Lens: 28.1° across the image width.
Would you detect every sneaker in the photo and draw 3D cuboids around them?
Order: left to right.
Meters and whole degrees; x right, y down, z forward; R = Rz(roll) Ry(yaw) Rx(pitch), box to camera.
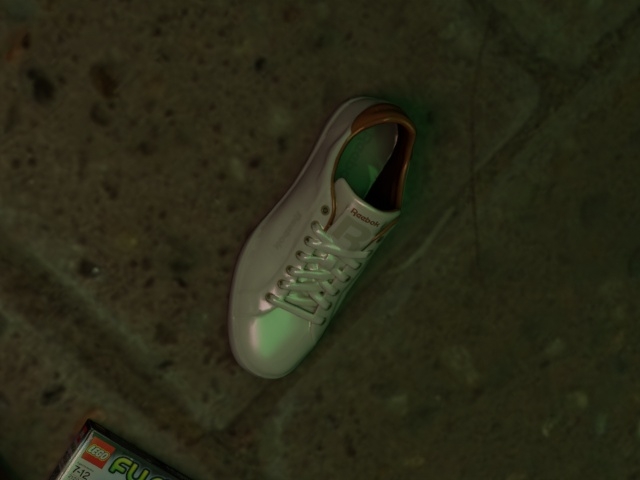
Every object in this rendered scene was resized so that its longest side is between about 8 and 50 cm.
[{"bbox_3d":[0.000,0.000,1.182,0.106,0.123,0.290,23,92,-19],"label":"sneaker"}]

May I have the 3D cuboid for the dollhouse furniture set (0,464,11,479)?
[{"bbox_3d":[-0.294,0.402,1.035,0.256,0.362,0.394,-38,75,-1],"label":"dollhouse furniture set"}]

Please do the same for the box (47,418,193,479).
[{"bbox_3d":[-0.164,0.271,1.216,0.207,0.036,0.114,33,88,-17],"label":"box"}]
